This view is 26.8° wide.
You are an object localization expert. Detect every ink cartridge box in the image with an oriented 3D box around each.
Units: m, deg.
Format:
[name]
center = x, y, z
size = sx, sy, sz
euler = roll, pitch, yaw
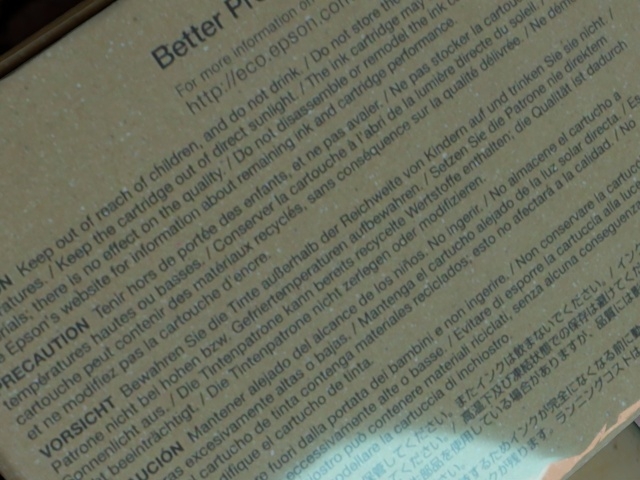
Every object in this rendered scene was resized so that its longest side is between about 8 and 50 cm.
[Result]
[ink cartridge box]
center = 0.000, 0.000, 0.407
size = 0.234, 0.088, 0.193
euler = -37, 100, -15

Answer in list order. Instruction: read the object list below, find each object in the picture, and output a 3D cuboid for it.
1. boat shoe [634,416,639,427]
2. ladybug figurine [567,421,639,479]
[boat shoe]
center = 0.273, 0.073, 0.865
size = 0.320, 0.103, 0.118
euler = -9, 130, -44
[ladybug figurine]
center = -0.002, 0.197, 0.562
size = 0.449, 0.305, 0.162
euler = -12, 174, -40
